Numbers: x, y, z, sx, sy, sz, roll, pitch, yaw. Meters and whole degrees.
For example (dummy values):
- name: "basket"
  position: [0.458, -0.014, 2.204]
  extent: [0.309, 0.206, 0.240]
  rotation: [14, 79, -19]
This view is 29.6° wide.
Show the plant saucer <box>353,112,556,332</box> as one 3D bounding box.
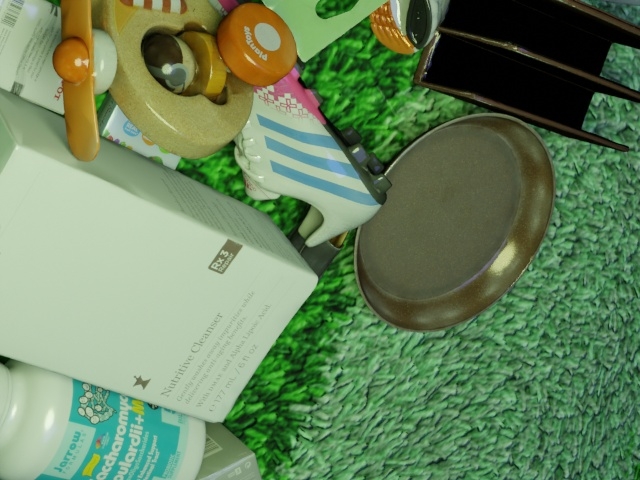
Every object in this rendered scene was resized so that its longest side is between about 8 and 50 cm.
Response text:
- name: "plant saucer"
  position: [0.167, -0.027, 1.561]
  extent: [0.310, 0.050, 0.310]
  rotation: [-16, 125, -24]

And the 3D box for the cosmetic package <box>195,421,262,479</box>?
- name: "cosmetic package"
  position: [-0.121, 0.347, 1.480]
  extent: [0.107, 0.127, 0.238]
  rotation: [-23, 116, -26]

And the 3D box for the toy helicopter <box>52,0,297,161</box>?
- name: "toy helicopter"
  position: [-0.205, -0.228, 1.162]
  extent: [0.355, 0.140, 0.235]
  rotation: [53, 45, -6]

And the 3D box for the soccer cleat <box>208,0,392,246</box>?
- name: "soccer cleat"
  position: [-0.057, -0.129, 1.351]
  extent: [0.143, 0.116, 0.331]
  rotation: [-36, 112, 8]

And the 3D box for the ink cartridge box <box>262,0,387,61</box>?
- name: "ink cartridge box"
  position: [-0.016, -0.337, 1.299]
  extent: [0.171, 0.056, 0.235]
  rotation: [-39, 99, -17]

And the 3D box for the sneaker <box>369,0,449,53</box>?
- name: "sneaker"
  position: [0.117, -0.357, 1.404]
  extent: [0.121, 0.099, 0.262]
  rotation: [-44, 147, -56]

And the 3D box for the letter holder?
- name: "letter holder"
  position: [0.310, -0.210, 1.510]
  extent: [0.302, 0.214, 0.152]
  rotation: [13, 99, -36]

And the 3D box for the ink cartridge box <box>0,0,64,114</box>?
- name: "ink cartridge box"
  position: [-0.302, -0.198, 1.205]
  extent: [0.135, 0.056, 0.099]
  rotation: [22, 95, -37]

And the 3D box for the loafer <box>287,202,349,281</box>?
- name: "loafer"
  position: [0.000, 0.000, 1.475]
  extent: [0.062, 0.061, 0.170]
  rotation: [16, 98, -38]

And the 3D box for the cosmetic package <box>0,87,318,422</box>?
- name: "cosmetic package"
  position: [-0.221, 0.023, 1.253]
  extent: [0.385, 0.156, 0.217]
  rotation: [22, 107, -39]

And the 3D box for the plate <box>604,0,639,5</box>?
- name: "plate"
  position: [0.380, -0.449, 1.579]
  extent: [0.277, 0.045, 0.278]
  rotation: [-3, 109, -34]

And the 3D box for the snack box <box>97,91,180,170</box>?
- name: "snack box"
  position: [-0.191, -0.125, 1.318]
  extent: [0.100, 0.037, 0.141]
  rotation: [26, 91, -38]

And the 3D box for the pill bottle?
- name: "pill bottle"
  position: [-0.266, 0.203, 1.318]
  extent: [0.264, 0.146, 0.146]
  rotation: [22, 94, -37]
